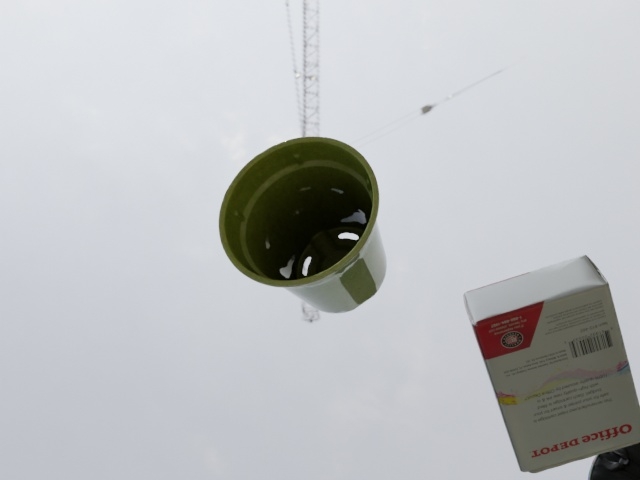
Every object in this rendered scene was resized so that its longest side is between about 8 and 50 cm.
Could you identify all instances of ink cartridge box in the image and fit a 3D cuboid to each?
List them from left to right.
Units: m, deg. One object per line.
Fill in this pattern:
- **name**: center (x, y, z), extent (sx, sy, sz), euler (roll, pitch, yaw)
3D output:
- **ink cartridge box**: center (0.224, 0.120, 0.846), extent (0.127, 0.072, 0.175), euler (-18, -69, 7)

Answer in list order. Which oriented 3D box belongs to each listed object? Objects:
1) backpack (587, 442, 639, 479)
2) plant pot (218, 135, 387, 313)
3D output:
- **backpack**: center (0.670, 0.506, 1.769), extent (0.253, 0.191, 0.225), euler (30, -106, 23)
- **plant pot**: center (0.000, 0.000, 1.533), extent (0.254, 0.276, 0.276), euler (53, -130, -58)
